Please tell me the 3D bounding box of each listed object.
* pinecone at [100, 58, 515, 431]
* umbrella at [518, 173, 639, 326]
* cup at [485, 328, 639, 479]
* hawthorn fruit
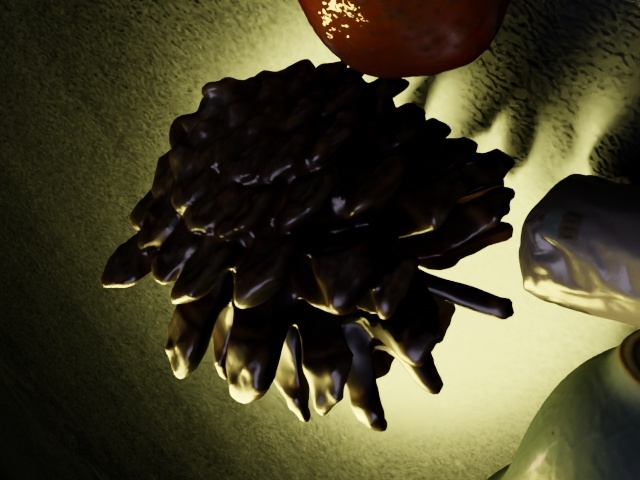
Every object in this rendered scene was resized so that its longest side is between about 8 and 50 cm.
[{"bbox_3d":[0.002,0.001,0.700,0.201,0.202,0.229,23,-163,-19],"label":"pinecone"},{"bbox_3d":[0.248,0.028,0.589,0.337,0.073,0.067,15,139,38],"label":"umbrella"},{"bbox_3d":[0.188,0.129,0.703,0.199,0.199,0.150,26,124,27],"label":"cup"},{"bbox_3d":[0.037,-0.138,0.600,0.128,0.128,0.128,29,145,23],"label":"hawthorn fruit"}]
